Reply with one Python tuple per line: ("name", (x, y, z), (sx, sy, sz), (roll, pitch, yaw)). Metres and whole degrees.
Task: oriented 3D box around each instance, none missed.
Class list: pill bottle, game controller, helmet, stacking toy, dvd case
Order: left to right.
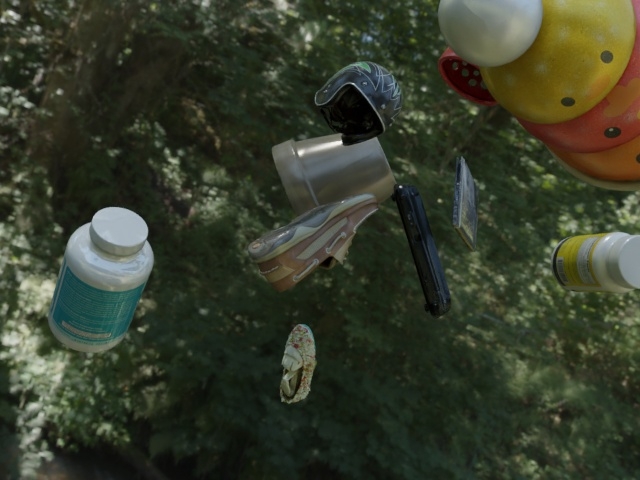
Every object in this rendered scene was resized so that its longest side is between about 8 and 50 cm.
("pill bottle", (-0.380, 0.067, 1.231), (0.146, 0.264, 0.146), (19, 39, -16))
("helmet", (0.088, -0.289, 1.456), (0.162, 0.169, 0.169), (-23, -17, 23))
("game controller", (0.235, 0.020, 1.627), (0.067, 0.318, 0.166), (-16, -4, 8))
("dvd case", (0.347, -0.081, 1.671), (0.018, 0.164, 0.221), (0, -16, 23))
("stacking toy", (0.328, -0.252, 0.954), (0.480, 0.350, 0.351), (1, 16, -39))
("pill bottle", (0.559, 0.044, 1.381), (0.119, 0.119, 0.208), (21, -8, -13))

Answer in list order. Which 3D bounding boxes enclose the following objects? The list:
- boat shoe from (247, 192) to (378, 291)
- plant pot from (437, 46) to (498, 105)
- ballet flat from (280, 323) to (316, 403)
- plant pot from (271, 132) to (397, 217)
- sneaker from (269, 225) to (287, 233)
("boat shoe", (0.000, 0.000, 1.392), (0.324, 0.116, 0.123), (-30, 10, -35))
("plant pot", (0.421, -0.461, 1.775), (0.191, 0.174, 0.191), (36, -10, 7))
("ballet flat", (-0.060, 0.317, 1.747), (0.091, 0.240, 0.077), (28, 40, 32))
("plant pot", (0.056, -0.173, 1.989), (0.281, 0.323, 0.323), (-23, -1, 5))
("sneaker", (-0.070, 0.017, 1.763), (0.080, 0.094, 0.212), (-22, 9, -7))
